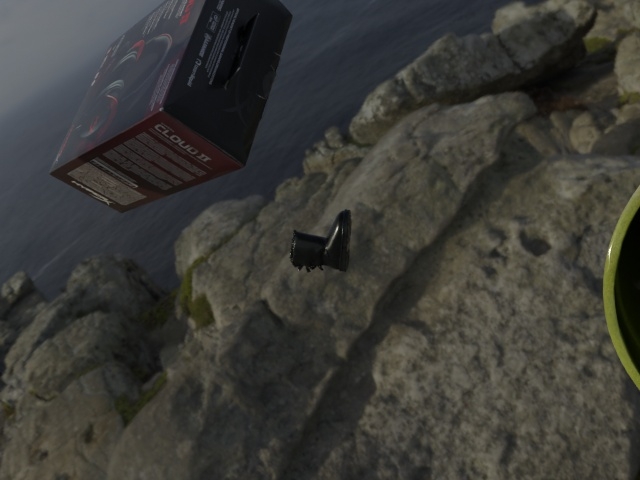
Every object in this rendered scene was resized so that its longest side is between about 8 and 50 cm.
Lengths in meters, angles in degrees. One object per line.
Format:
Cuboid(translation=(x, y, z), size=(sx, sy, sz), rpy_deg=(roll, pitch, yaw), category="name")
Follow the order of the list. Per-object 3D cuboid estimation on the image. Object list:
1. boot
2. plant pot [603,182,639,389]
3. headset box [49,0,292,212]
Cuboid(translation=(0.000, -0.001, 0.980), size=(0.099, 0.121, 0.045), rpy_deg=(8, 28, 11), category="boot")
Cuboid(translation=(0.505, 0.001, 0.644), size=(0.367, 0.366, 0.353), rpy_deg=(-21, 6, 26), category="plant pot")
Cuboid(translation=(-0.168, -0.173, 0.674), size=(0.293, 0.110, 0.218), rpy_deg=(-11, 56, 43), category="headset box")
